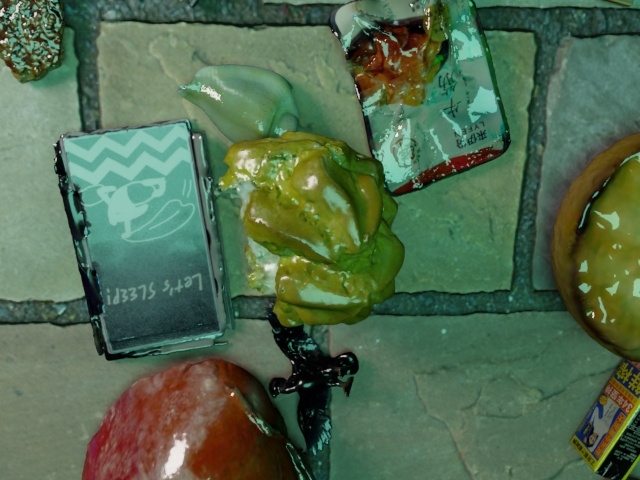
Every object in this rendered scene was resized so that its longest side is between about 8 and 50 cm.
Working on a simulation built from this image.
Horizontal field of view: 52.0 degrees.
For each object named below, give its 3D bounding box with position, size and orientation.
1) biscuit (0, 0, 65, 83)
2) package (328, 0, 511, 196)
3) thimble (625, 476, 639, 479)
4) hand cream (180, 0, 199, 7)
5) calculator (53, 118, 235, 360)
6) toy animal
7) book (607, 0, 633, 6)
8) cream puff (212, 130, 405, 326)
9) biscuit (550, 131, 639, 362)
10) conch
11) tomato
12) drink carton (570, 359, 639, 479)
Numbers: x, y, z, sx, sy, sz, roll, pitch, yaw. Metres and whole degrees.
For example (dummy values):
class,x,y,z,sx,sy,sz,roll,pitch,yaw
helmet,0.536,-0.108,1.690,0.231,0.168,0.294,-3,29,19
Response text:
class,x,y,z,sx,sy,sz,roll,pitch,yaw
biscuit,-0.310,-0.287,0.645,0.131,0.026,0.236,-28,106,3
package,0.114,-0.174,0.722,0.166,0.040,0.232,-20,108,-2
thimble,0.430,0.403,0.895,0.119,0.090,0.135,-11,109,-1
hand cream,-0.164,-0.280,0.669,0.102,0.022,0.035,42,97,-10
calculator,-0.194,0.007,0.742,0.166,0.028,0.274,-8,108,-8
toy animal,-0.010,0.167,0.800,0.108,0.062,0.220,-13,109,16
book,0.251,-0.364,0.694,0.242,0.018,0.170,11,104,-10
cream puff,0.006,-0.002,0.668,0.195,0.194,0.221,-15,135,-2
biscuit,0.417,0.002,0.776,0.297,0.102,0.296,-1,107,-3
conch,-0.062,-0.135,0.697,0.180,0.065,0.088,28,101,-11
tomato,-0.152,0.306,0.756,0.309,0.170,0.308,-2,104,-7
drink carton,0.401,0.224,0.851,0.056,0.071,0.165,25,103,-10
